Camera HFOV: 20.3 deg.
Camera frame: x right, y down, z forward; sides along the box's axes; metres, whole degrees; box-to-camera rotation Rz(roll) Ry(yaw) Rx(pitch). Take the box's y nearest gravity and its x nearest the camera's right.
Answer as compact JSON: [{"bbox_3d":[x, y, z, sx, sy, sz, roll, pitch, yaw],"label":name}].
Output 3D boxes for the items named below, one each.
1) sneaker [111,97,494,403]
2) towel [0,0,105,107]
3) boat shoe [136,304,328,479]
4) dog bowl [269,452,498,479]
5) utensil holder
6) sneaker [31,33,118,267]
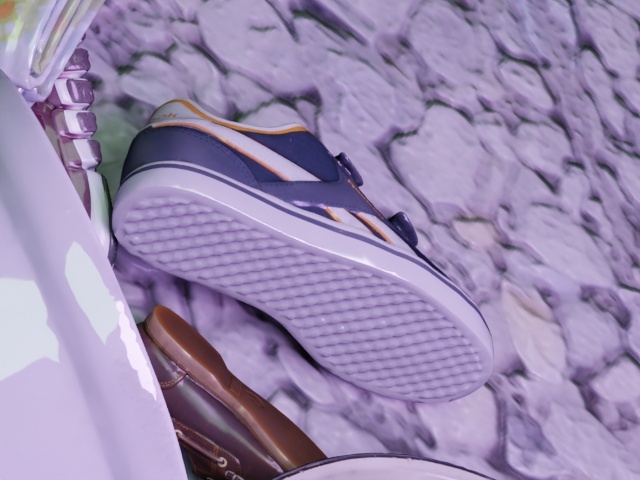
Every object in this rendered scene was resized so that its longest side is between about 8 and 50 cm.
[{"bbox_3d":[0.000,0.000,1.318,0.321,0.126,0.127,32,39,-24],"label":"sneaker"},{"bbox_3d":[-0.288,-0.276,1.264,0.374,0.090,0.320,21,63,13],"label":"towel"},{"bbox_3d":[-0.067,0.140,1.288,0.207,0.073,0.073,44,101,1],"label":"boat shoe"},{"bbox_3d":[0.048,0.353,1.166,0.408,0.150,0.408,15,53,-20],"label":"dog bowl"},{"bbox_3d":[-0.312,0.114,1.038,0.385,0.327,0.328,-22,82,-17],"label":"utensil holder"},{"bbox_3d":[-0.247,-0.093,1.273,0.162,0.106,0.281,-9,77,-19],"label":"sneaker"}]
